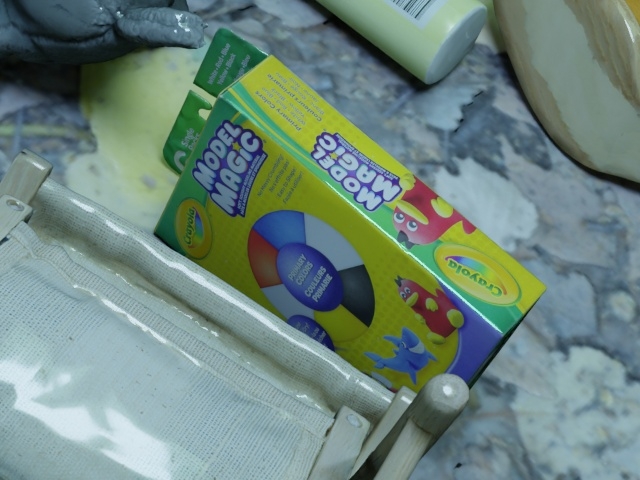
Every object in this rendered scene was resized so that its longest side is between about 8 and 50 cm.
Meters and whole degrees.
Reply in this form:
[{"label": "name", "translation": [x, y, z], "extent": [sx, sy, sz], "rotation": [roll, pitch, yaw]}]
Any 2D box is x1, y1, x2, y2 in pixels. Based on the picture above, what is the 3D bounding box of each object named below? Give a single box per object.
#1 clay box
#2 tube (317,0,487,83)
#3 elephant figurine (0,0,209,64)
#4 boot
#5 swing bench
[{"label": "clay box", "translation": [0.000, 0.000, 1.049], "extent": [0.222, 0.127, 0.053], "rotation": [39, 49, 8]}, {"label": "tube", "translation": [-0.004, -0.191, 1.240], "extent": [0.240, 0.062, 0.070], "rotation": [39, 6, 13]}, {"label": "elephant figurine", "translation": [-0.121, -0.199, 1.139], "extent": [0.186, 0.169, 0.239], "rotation": [62, 34, -10]}, {"label": "boot", "translation": [0.258, -0.096, 1.261], "extent": [0.211, 0.104, 0.295], "rotation": [-23, 72, -40]}, {"label": "swing bench", "translation": [-0.086, 0.073, 0.909], "extent": [0.253, 0.254, 0.165], "rotation": [32, 83, 2]}]
